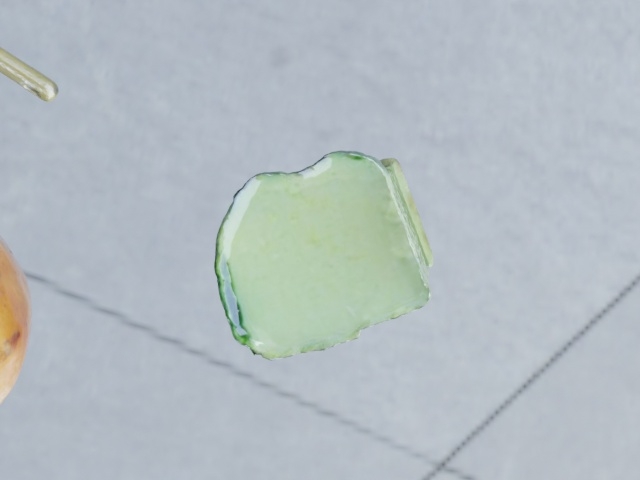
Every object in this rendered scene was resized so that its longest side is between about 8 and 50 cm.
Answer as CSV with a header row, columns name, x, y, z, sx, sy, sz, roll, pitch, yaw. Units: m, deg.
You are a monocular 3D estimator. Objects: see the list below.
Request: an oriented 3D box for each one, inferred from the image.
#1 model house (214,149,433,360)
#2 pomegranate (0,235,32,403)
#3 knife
name,x,y,z,sx,sy,sz,roll,pitch,yaw
model house,0.000,0.000,1.935,0.214,0.189,0.195,-22,97,12
pomegranate,-0.549,0.085,2.146,0.410,0.410,0.410,5,135,5
knife,-0.340,-0.197,1.488,0.298,0.017,0.047,33,168,-2
